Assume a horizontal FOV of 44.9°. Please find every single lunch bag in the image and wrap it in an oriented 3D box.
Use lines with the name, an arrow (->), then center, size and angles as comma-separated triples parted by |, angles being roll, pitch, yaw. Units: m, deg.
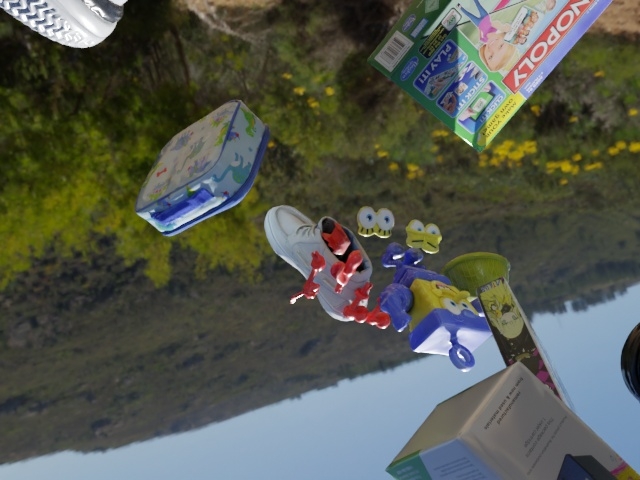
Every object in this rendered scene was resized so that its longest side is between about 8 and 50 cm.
lunch bag -> -0.186, -0.107, 1.209 | 0.219, 0.176, 0.090 | -24, 127, 36

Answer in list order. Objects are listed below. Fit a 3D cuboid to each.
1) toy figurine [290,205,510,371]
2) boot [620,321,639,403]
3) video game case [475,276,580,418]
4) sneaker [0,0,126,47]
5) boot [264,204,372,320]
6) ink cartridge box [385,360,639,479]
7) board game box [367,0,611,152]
toy figurine -> 0.162, 0.117, 1.097 | 0.362, 0.217, 0.191 | 16, 121, -37
boot -> 0.335, 0.119, 0.467 | 0.094, 0.246, 0.207 | -59, -179, -6
video game case -> 0.261, 0.179, 0.891 | 0.041, 0.210, 0.232 | -27, 142, 13
sneaker -> -0.204, -0.292, 0.468 | 0.210, 0.137, 0.366 | -34, 142, 15
boot -> 0.000, 0.000, 1.240 | 0.095, 0.258, 0.123 | -21, 144, -30
ink cartridge box -> 0.181, 0.221, 0.642 | 0.093, 0.212, 0.154 | -42, 173, -30
board game box -> 0.218, -0.264, 0.832 | 0.317, 0.046, 0.213 | -51, 140, 13
